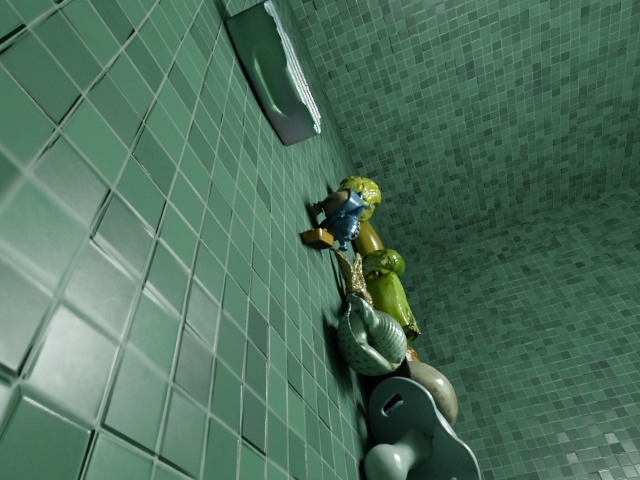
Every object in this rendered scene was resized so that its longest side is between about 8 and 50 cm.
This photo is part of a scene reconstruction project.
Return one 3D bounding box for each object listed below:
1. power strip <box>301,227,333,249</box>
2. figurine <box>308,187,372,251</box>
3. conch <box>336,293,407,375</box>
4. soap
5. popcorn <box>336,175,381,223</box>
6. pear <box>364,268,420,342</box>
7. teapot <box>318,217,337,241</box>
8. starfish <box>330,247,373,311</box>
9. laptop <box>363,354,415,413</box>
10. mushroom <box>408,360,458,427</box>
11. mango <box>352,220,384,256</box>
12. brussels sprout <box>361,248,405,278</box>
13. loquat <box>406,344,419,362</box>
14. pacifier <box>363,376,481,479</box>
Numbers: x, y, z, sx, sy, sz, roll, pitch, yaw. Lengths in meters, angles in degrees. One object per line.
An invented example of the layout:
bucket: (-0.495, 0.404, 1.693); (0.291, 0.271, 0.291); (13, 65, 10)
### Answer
power strip: (0.000, 0.000, 1.058); (0.178, 0.049, 0.028); (28, 50, -74)
figurine: (0.050, -0.069, 1.146); (0.144, 0.114, 0.179); (19, 52, -25)
conch: (0.100, 0.225, 0.983); (0.200, 0.131, 0.172); (43, 41, -2)
soap: (-0.103, -0.399, 1.058); (0.193, 0.109, 0.324); (-93, 161, -55)
popcorn: (0.124, -0.154, 1.639); (0.212, 0.197, 0.198); (40, -21, 57)
pear: (0.199, 0.207, 1.399); (0.238, 0.163, 0.256); (41, 29, -63)
teapot: (0.024, -0.025, 1.211); (0.057, 0.066, 0.088); (43, 47, -26)
starfish: (0.096, 0.137, 1.220); (0.294, 0.084, 0.302); (-102, 171, -49)
laptop: (0.178, 0.374, 1.083); (0.026, 0.153, 0.207); (0, 69, -47)
mushroom: (0.281, 0.495, 1.297); (0.243, 0.243, 0.244); (-19, 90, -79)
mango: (0.192, 0.003, 1.796); (0.156, 0.114, 0.251); (-32, 104, -75)
brussels sprout: (0.234, 0.099, 1.657); (0.145, 0.183, 0.132); (-2, 77, -56)
loquat: (0.285, 0.424, 1.539); (0.137, 0.137, 0.113); (-32, 99, -78)
pacifier: (0.174, 0.452, 0.911); (0.232, 0.244, 0.300); (0, 45, -46)
